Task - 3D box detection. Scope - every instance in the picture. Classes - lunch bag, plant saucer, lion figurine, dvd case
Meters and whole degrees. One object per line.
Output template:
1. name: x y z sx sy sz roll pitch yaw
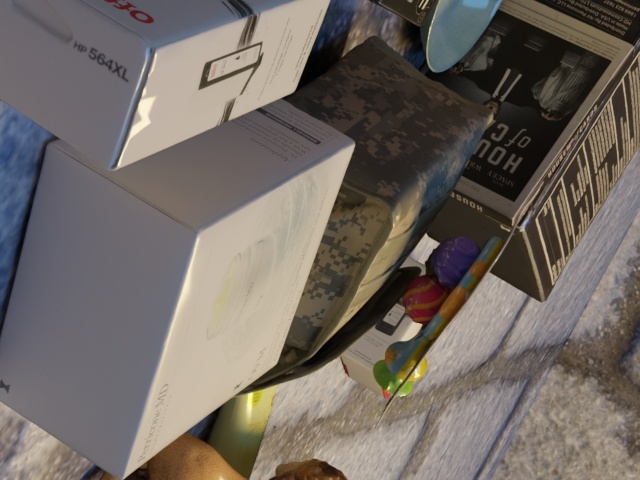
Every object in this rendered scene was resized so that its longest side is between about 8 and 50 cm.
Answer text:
1. lunch bag: 0.000 0.000 1.470 0.235 0.169 0.287 -41 163 -54
2. plant saucer: 0.144 -0.261 1.644 0.195 0.037 0.195 -50 161 -25
3. lion figurine: -0.098 0.274 1.600 0.392 0.142 0.240 46 58 -49
4. dvd case: 0.185 -0.144 1.707 0.238 0.179 0.029 -53 157 -20

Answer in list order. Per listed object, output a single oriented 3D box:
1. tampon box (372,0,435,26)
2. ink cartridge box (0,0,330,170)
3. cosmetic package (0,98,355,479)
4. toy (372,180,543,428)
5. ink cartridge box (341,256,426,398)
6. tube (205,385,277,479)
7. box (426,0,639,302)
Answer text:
1. tampon box: 0.060 -0.268 1.301 0.161 0.101 0.120 -61 162 7
2. ink cartridge box: -0.110 -0.133 0.980 0.203 0.148 0.086 -30 148 -55
3. cosmetic package: -0.110 0.019 1.242 0.225 0.138 0.224 -32 148 -53
4. toy: 0.106 0.048 1.482 0.137 0.056 0.237 -54 173 -51
5. ink cartridge box: 0.094 0.107 2.048 0.150 0.063 0.109 -55 162 -15
6. tube: -0.089 0.210 1.735 0.070 0.062 0.240 -123 -131 -64
7. box: 0.244 -0.126 1.889 0.294 0.183 0.296 -58 161 -9
